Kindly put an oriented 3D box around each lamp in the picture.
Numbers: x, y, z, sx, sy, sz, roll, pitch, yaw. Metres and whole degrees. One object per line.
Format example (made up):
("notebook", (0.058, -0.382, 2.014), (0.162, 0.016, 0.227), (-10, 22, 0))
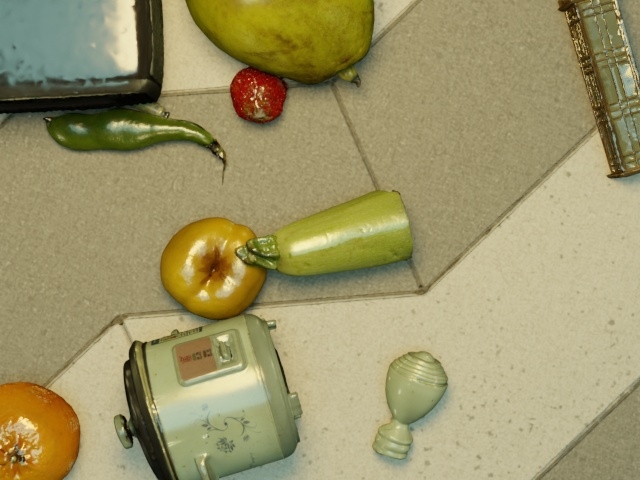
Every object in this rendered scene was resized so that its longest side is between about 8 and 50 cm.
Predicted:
("lamp", (0.496, -0.271, 1.805), (0.090, 0.089, 0.325), (-16, 91, -1))
("lamp", (0.150, 0.279, 1.806), (0.106, 0.106, 0.193), (18, 101, -3))

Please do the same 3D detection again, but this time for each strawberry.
("strawberry", (-0.106, -0.242, 1.776), (0.106, 0.106, 0.106), (0, 92, -2))

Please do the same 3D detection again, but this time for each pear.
("pear", (-0.052, -0.392, 1.698), (0.287, 0.287, 0.375), (-42, 107, -1))

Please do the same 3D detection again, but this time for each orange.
("orange", (-0.495, 0.329, 1.747), (0.193, 0.161, 0.193), (0, 85, -4))

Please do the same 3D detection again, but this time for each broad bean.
("broad bean", (-0.312, -0.173, 1.789), (0.318, 0.056, 0.098), (14, 105, -3))

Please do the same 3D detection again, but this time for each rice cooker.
("rice cooker", (-0.187, 0.262, 1.712), (0.316, 0.264, 0.317), (-4, 53, 5))

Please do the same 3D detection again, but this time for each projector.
("projector", (-0.457, -0.409, 1.690), (0.395, 0.242, 0.405), (-4, 92, -3))

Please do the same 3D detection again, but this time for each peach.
("peach", (-0.179, 0.044, 1.780), (0.179, 0.103, 0.179), (0, 91, -6))

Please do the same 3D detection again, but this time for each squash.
("squash", (0.001, 0.007, 1.769), (0.287, 0.137, 0.137), (-15, 92, -5))

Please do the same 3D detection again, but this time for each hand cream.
("hand cream", (-0.305, -0.237, 1.809), (0.102, 0.022, 0.035), (29, 93, 2))
